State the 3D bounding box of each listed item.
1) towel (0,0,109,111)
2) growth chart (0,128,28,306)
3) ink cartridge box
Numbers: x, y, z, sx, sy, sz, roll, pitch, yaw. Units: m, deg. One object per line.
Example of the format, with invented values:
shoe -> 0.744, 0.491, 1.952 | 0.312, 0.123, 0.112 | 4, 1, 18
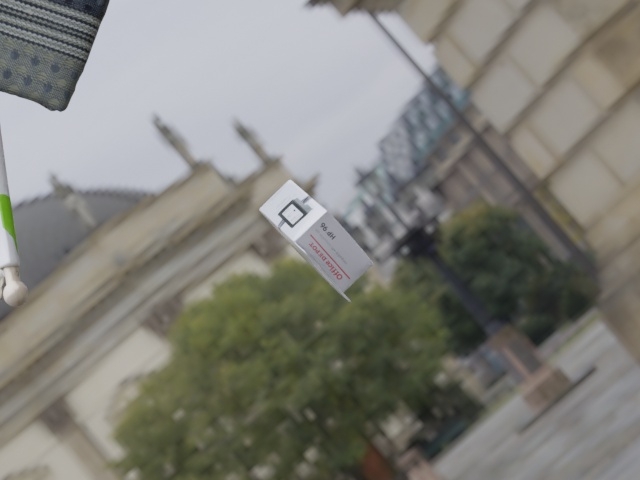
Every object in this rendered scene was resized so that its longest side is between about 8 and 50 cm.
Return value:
towel -> -0.311, -0.293, 1.442 | 0.056, 0.324, 0.312 | 162, 126, -78
growth chart -> -0.243, -0.024, 1.169 | 0.021, 0.172, 0.237 | -4, -9, -26
ink cartridge box -> 0.000, 0.000, 1.038 | 0.028, 0.048, 0.083 | -43, 27, -2
